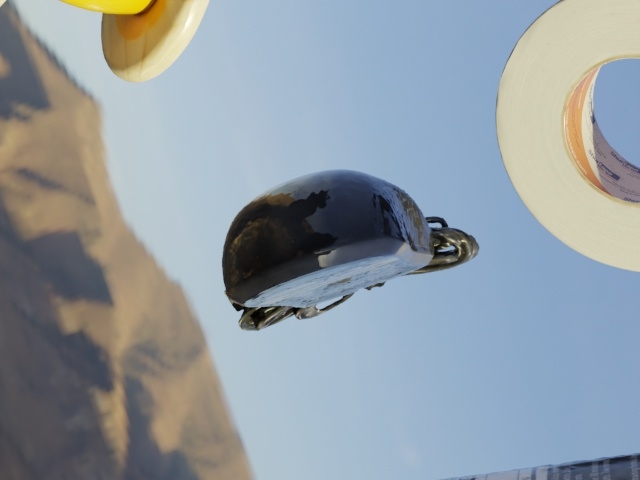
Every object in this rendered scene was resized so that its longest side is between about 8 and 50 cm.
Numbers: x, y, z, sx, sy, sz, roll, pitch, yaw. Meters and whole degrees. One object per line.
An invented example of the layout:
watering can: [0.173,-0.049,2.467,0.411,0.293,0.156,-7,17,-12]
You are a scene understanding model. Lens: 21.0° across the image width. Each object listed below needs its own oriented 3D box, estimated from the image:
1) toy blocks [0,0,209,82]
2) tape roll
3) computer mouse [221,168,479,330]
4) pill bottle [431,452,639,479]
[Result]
toy blocks: [-0.084,-0.117,0.422,0.054,0.148,0.123,38,-74,54]
tape roll: [0.242,-0.090,1.263,0.072,0.219,0.219,-38,115,-56]
computer mouse: [0.000,0.000,1.161,0.272,0.188,0.072,26,46,-79]
pill bottle: [0.094,0.175,0.828,0.130,0.245,0.130,-9,90,-78]
